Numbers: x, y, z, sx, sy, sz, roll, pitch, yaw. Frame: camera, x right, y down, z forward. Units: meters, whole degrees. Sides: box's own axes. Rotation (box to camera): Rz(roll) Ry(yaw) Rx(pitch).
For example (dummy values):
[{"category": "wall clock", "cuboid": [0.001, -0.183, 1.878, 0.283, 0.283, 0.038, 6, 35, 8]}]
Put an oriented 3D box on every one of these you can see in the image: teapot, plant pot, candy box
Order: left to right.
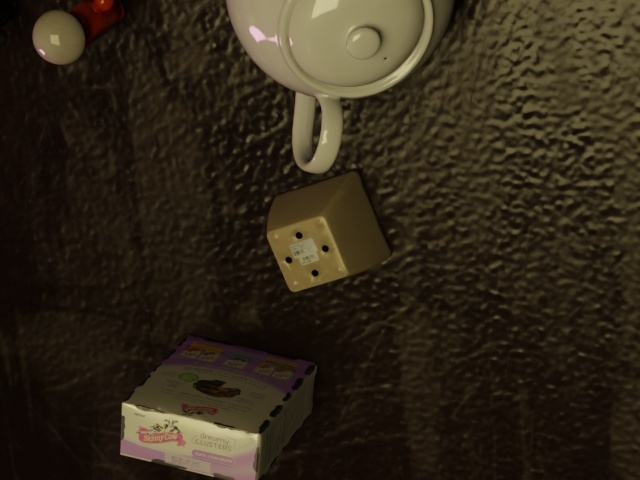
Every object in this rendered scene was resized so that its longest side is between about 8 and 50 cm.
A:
[{"category": "candy box", "cuboid": [-0.114, 0.190, 1.898, 0.165, 0.196, 0.070, 12, 113, 15]}, {"category": "plant pot", "cuboid": [0.000, 0.000, 1.842, 0.109, 0.096, 0.109, -17, 104, 24]}, {"category": "teapot", "cuboid": [0.026, -0.229, 1.652, 0.253, 0.187, 0.256, -29, 126, 10]}]

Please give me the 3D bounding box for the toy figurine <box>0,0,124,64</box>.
[{"category": "toy figurine", "cuboid": [-0.327, -0.302, 1.811, 0.213, 0.148, 0.209, 10, 114, 16]}]
